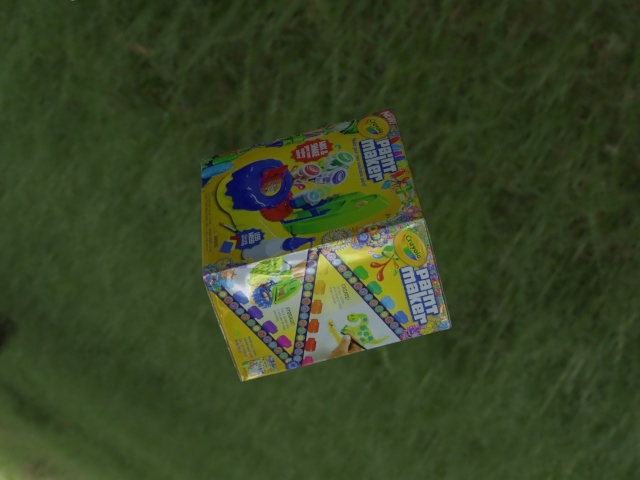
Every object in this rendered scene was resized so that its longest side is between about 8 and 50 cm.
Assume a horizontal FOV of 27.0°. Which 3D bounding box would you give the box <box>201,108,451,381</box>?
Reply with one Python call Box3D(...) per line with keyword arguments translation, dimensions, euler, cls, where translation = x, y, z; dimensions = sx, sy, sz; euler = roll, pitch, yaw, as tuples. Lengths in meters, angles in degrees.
Box3D(translation=(0.000, 0.000, 1.742), dimensions=(0.290, 0.279, 0.177), euler=(-100, -6, -57), cls="box")
